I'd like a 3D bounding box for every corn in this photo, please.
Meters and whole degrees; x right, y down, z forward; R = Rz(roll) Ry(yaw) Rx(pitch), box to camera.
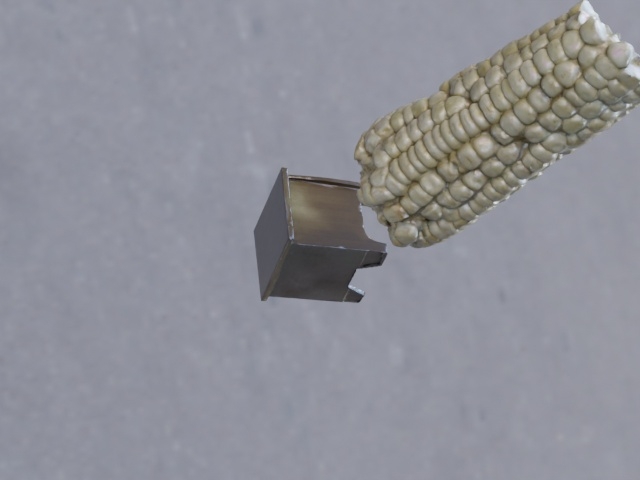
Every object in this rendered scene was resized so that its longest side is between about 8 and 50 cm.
[{"bbox_3d":[0.109,-0.072,1.173,0.087,0.211,0.087,33,39,-32],"label":"corn"}]

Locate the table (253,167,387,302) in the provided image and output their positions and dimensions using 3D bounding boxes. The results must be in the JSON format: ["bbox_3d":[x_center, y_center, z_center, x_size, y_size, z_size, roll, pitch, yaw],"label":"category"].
[{"bbox_3d":[0.000,0.000,1.557,0.082,0.083,0.070,6,51,-17],"label":"table"}]
